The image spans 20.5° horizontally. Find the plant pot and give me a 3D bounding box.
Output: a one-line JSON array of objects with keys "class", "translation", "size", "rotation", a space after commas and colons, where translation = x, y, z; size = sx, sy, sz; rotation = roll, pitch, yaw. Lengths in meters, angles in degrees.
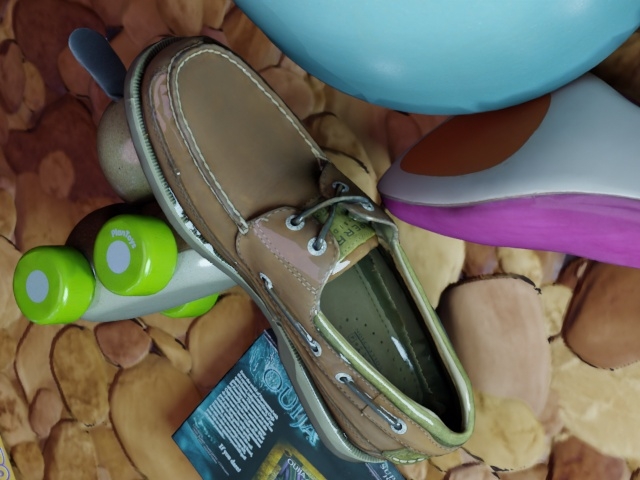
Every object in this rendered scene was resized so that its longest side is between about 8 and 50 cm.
[{"class": "plant pot", "translation": [0.050, -0.216, 0.902], "size": [0.293, 0.235, 0.293], "rotation": [0, 91, 11]}]

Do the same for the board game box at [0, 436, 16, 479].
[{"class": "board game box", "translation": [-0.281, 0.236, 1.408], "size": [0.124, 0.039, 0.259], "rotation": [-23, 83, 37]}]

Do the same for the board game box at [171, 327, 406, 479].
[{"class": "board game box", "translation": [-0.010, 0.166, 1.208], "size": [0.186, 0.026, 0.126], "rotation": [51, 123, 16]}]

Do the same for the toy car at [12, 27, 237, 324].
[{"class": "toy car", "translation": [-0.119, -0.048, 1.174], "size": [0.149, 0.155, 0.188], "rotation": [-18, 79, 36]}]

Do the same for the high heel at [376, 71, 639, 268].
[{"class": "high heel", "translation": [0.197, 0.000, 0.993], "size": [0.377, 0.127, 0.181], "rotation": [0, 133, 50]}]

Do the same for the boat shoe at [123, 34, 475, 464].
[{"class": "boat shoe", "translation": [0.000, 0.000, 1.081], "size": [0.307, 0.111, 0.104], "rotation": [56, 150, -14]}]
